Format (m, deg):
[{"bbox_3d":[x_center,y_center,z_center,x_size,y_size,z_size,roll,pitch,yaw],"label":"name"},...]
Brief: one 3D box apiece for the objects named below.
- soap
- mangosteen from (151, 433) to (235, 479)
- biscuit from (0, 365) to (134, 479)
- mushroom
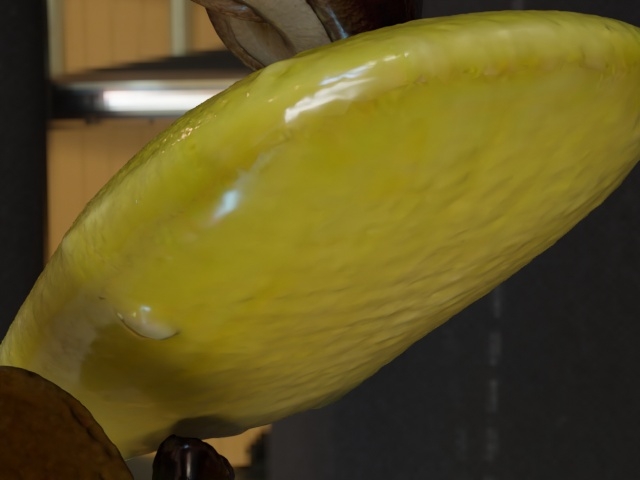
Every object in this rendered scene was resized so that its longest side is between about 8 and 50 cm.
[{"bbox_3d":[-0.001,-0.003,0.905,0.427,0.306,0.115,-42,58,50],"label":"soap"},{"bbox_3d":[-0.061,0.260,0.927,0.233,0.287,0.287,37,-146,-32],"label":"mangosteen"},{"bbox_3d":[-0.157,0.149,0.622,0.208,0.041,0.290,59,-147,-3],"label":"biscuit"},{"bbox_3d":[-0.005,-0.193,1.215,0.138,0.194,0.231,-61,1,-17],"label":"mushroom"}]
